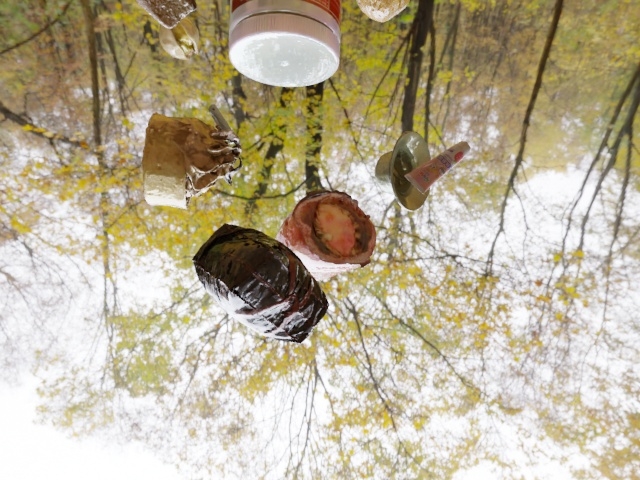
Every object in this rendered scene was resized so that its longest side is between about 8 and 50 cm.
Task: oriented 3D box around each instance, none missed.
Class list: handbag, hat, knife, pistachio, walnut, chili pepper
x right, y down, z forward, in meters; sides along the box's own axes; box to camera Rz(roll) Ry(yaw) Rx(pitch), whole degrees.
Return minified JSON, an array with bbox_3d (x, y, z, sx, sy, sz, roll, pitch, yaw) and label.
[{"bbox_3d":[-0.099,0.076,0.749,0.155,0.215,0.169,-51,-138,-8],"label":"handbag"},{"bbox_3d":[0.254,-0.227,1.414,0.130,0.258,0.257,6,-151,43],"label":"hat"},{"bbox_3d":[-0.376,-0.442,1.629,0.044,0.162,0.023,-35,-169,-15],"label":"knife"},{"bbox_3d":[-0.426,-0.612,1.269,0.117,0.145,0.201,-28,-153,4],"label":"pistachio"},{"bbox_3d":[0.139,-0.602,0.970,0.144,0.180,0.144,-17,-134,19],"label":"walnut"},{"bbox_3d":[0.000,0.000,1.250,0.251,0.305,0.230,-8,-100,-22],"label":"chili pepper"}]

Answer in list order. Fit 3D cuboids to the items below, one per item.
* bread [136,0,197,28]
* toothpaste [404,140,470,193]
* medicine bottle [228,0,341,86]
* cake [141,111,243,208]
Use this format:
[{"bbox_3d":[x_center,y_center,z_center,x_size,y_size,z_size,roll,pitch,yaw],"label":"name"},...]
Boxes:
[{"bbox_3d":[-0.400,-0.647,0.986,0.113,0.165,0.417,-36,-131,10],"label":"bread"},{"bbox_3d":[0.307,-0.194,1.100,0.194,0.043,0.067,-36,-106,-18],"label":"toothpaste"},{"bbox_3d":[-0.077,-0.515,0.966,0.252,0.241,0.252,1,174,0],"label":"medicine bottle"},{"bbox_3d":[-0.432,-0.266,1.484,0.320,0.333,0.333,4,-146,-12],"label":"cake"}]
